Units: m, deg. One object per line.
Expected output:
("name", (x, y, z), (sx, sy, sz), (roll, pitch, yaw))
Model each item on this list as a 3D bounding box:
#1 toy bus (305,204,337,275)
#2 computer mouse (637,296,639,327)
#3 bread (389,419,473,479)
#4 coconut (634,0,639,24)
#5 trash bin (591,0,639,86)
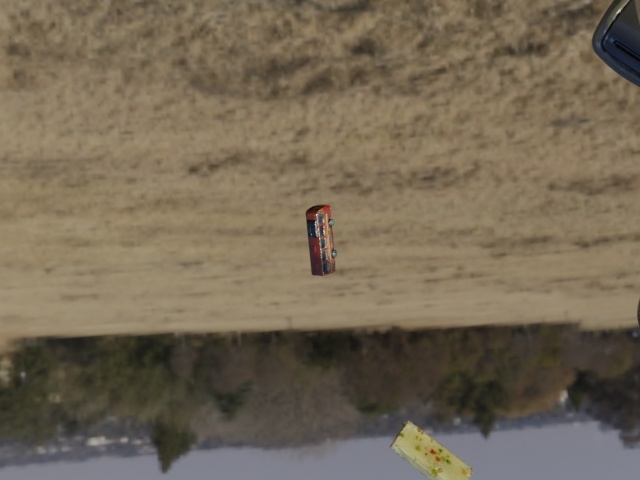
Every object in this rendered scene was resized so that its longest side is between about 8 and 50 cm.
("toy bus", (0.000, 0.000, 1.574), (0.031, 0.110, 0.043), (3, -165, 38))
("computer mouse", (0.619, 0.141, 1.619), (0.233, 0.137, 0.096), (14, -151, 37))
("bread", (0.198, 0.389, 1.788), (0.068, 0.153, 0.028), (-48, 173, -43))
("coconut", (0.517, -0.331, 1.263), (0.247, 0.245, 0.245), (7, 171, -9))
("trash bin", (0.676, -0.408, 2.007), (0.209, 0.182, 0.290), (37, -154, 14))
